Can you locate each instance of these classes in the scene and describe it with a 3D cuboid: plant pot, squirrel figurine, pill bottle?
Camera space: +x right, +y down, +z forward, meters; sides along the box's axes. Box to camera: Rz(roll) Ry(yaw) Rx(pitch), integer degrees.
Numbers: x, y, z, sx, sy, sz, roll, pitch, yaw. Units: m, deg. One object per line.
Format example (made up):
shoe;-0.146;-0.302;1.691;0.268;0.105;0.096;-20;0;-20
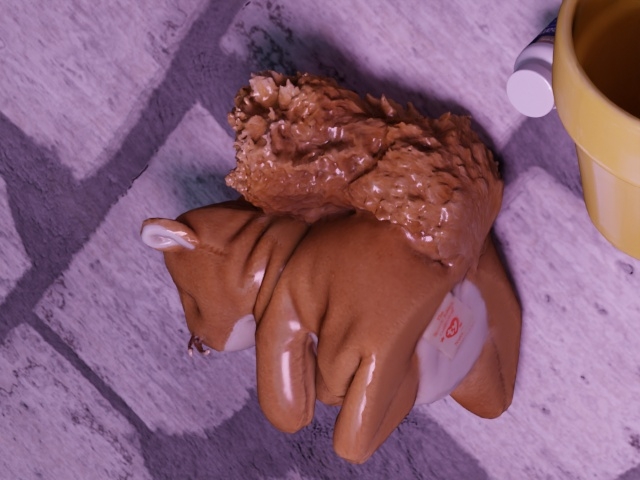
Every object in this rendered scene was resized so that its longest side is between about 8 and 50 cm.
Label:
plant pot;0.327;-0.108;1.727;0.254;0.254;0.239;26;148;19
squirrel figurine;0.000;0.000;2.066;0.370;0.281;0.397;23;118;36
pill bottle;0.223;-0.165;1.834;0.067;0.120;0.067;19;130;24
